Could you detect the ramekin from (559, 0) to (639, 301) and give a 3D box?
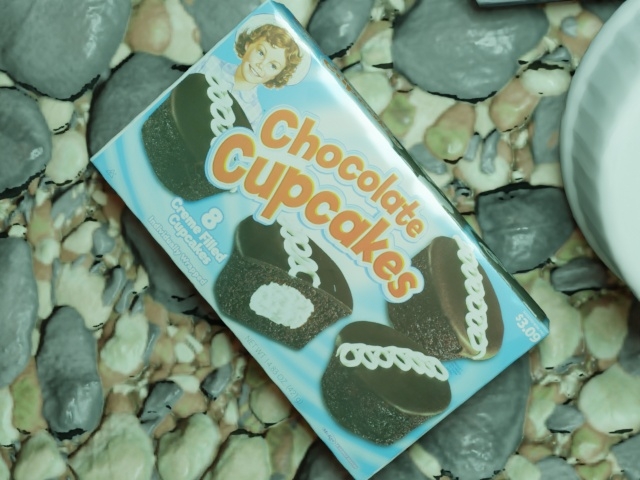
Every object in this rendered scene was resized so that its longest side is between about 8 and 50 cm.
[{"bbox_3d":[0.304,-0.053,0.924,0.277,0.135,0.277,1,107,5],"label":"ramekin"}]

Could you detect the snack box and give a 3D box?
[{"bbox_3d":[0.000,0.000,1.048,0.187,0.060,0.322,-41,88,12],"label":"snack box"}]

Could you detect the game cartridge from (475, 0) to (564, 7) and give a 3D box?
[{"bbox_3d":[0.173,-0.319,0.985,0.196,0.060,0.294,-3,96,7],"label":"game cartridge"}]
